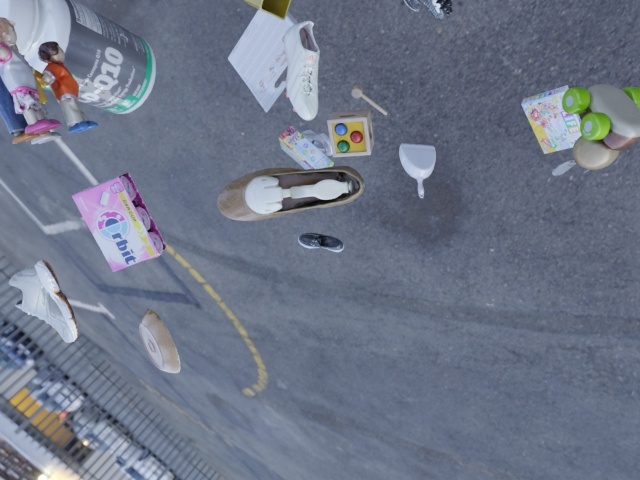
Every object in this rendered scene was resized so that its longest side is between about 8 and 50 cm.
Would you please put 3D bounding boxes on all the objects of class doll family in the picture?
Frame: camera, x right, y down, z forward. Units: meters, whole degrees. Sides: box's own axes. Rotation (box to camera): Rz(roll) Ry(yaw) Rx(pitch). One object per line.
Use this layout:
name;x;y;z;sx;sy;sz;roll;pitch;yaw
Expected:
doll family;-0.419;-0.216;0.688;0.263;0.119;0.163;-129;18;-75

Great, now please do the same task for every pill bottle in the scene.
pill bottle;-0.560;-0.422;1.112;0.204;0.204;0.361;26;-171;25

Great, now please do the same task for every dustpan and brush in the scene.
dustpan and brush;0.376;-0.263;1.923;0.148;0.211;0.060;2;151;-13

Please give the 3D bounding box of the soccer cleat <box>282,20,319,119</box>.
soccer cleat;-0.033;-0.344;1.022;0.076;0.068;0.196;-12;85;48

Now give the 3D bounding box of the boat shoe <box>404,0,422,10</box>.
boat shoe;0.257;-0.715;1.451;0.125;0.046;0.038;54;-172;-27

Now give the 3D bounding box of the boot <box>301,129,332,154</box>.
boot;-0.043;-0.361;1.982;0.095;0.123;0.258;64;167;-26

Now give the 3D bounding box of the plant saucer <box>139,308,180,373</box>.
plant saucer;-0.190;0.120;0.590;0.083;0.015;0.083;30;133;40

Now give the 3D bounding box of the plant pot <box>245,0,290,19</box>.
plant pot;-0.114;-0.507;1.025;0.083;0.082;0.081;31;111;26

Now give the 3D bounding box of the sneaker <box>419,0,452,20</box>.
sneaker;0.190;-0.560;1.069;0.234;0.078;0.106;48;148;-23

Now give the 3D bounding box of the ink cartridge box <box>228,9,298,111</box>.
ink cartridge box;-0.112;-0.438;1.210;0.189;0.066;0.232;-48;62;25

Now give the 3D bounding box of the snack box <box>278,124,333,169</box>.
snack box;-0.052;-0.312;1.852;0.207;0.070;0.174;42;177;-1

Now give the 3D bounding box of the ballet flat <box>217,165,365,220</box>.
ballet flat;-0.059;-0.108;1.140;0.124;0.343;0.116;-148;53;-77

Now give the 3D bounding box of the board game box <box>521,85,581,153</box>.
board game box;0.564;-0.286;1.217;0.104;0.026;0.154;-10;129;45

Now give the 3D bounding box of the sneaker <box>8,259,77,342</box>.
sneaker;-0.785;0.187;1.440;0.099;0.121;0.262;26;135;58

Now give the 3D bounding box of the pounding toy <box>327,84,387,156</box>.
pounding toy;0.118;-0.378;1.608;0.181;0.094;0.206;-1;123;17

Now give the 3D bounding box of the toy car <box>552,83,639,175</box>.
toy car;0.562;-0.207;1.043;0.155;0.148;0.188;-4;143;-12

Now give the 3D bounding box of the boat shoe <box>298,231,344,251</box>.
boat shoe;0.000;0.000;1.485;0.142;0.049;0.040;10;163;15

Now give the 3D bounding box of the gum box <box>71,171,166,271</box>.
gum box;-0.417;-0.034;1.065;0.062;0.107;0.188;-94;-17;-72
